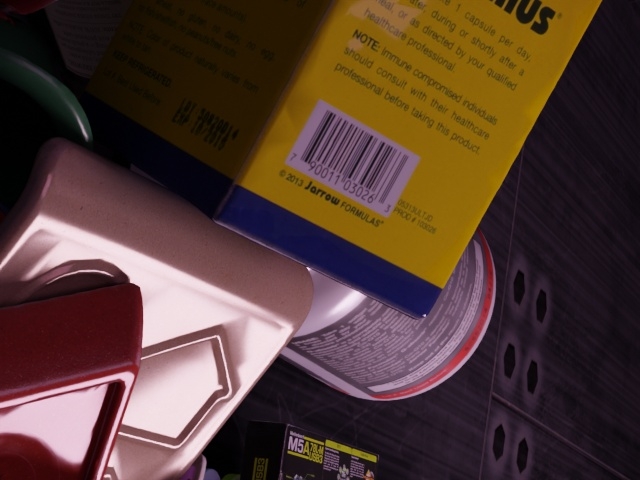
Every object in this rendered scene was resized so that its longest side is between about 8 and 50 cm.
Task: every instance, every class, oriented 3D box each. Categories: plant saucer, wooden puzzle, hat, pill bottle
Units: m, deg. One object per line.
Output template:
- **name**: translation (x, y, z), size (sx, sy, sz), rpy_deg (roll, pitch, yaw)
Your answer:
- **plant saucer**: translation (-0.221, 0.161, 1.014), size (0.259, 0.047, 0.258), rpy_deg (-12, 130, -48)
- **wooden puzzle**: translation (-0.188, 0.112, 1.130), size (0.348, 0.080, 0.322), rpy_deg (-56, 148, 4)
- **hat**: translation (-0.214, -0.132, 1.079), size (0.173, 0.208, 0.184), rpy_deg (117, -20, -51)
- **pill bottle**: translation (0.000, 0.000, 1.463), size (0.363, 0.210, 0.210), rpy_deg (37, 59, -60)

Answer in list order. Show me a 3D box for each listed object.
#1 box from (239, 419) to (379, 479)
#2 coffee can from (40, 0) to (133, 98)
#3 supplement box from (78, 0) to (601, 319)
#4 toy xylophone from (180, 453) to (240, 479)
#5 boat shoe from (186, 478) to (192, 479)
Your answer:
- **box**: translation (-0.015, 0.258, 1.457), size (0.190, 0.045, 0.184), rpy_deg (28, 64, -61)
- **coffee can**: translation (-0.126, -0.260, 1.188), size (0.201, 0.201, 0.275), rpy_deg (-58, 142, -45)
- **supplement box**: translation (0.035, -0.165, 1.088), size (0.195, 0.194, 0.357), rpy_deg (26, 94, -40)
- **toy xylophone**: translation (-0.087, 0.310, 1.457), size (0.322, 0.081, 0.236), rpy_deg (37, 60, -59)
- **boat shoe**: translation (-0.129, 0.278, 1.270), size (0.207, 0.073, 0.073), rpy_deg (-52, -173, 8)
